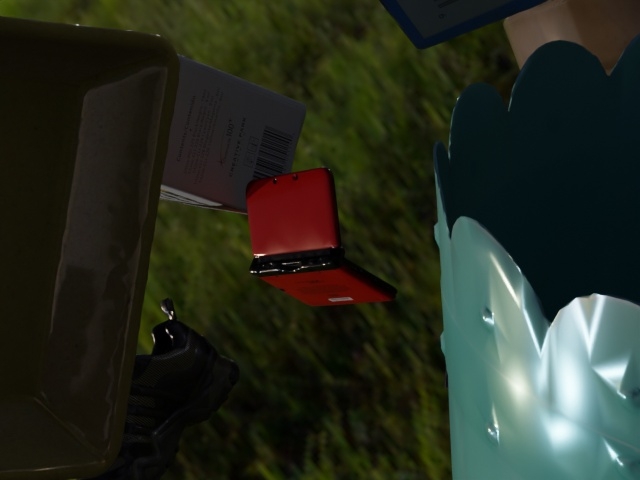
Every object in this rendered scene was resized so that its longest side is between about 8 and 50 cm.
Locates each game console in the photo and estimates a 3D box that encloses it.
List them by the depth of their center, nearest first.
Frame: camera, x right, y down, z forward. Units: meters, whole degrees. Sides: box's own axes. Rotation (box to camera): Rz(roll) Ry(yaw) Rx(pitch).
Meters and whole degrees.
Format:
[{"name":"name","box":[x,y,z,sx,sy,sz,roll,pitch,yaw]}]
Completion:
[{"name":"game console","box":[0.000,0.000,1.610,0.144,0.124,0.085,-7,59,54]}]

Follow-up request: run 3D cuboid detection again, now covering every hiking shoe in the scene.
[{"name":"hiking shoe","box":[-0.176,0.155,1.489,0.086,0.114,0.227,-32,13,51]}]

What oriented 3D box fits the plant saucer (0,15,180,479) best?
[{"name":"plant saucer","box":[-0.271,0.004,1.147,0.333,0.332,0.081,2,12,-42]}]

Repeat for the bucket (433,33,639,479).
[{"name":"bucket","box":[0.169,0.051,0.565,0.281,0.183,0.281,-1,26,1]}]

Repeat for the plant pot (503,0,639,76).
[{"name":"plant pot","box":[0.325,-0.080,1.229,0.323,0.280,0.323,-17,2,1]}]

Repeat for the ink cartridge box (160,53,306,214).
[{"name":"ink cartridge box","box":[-0.224,-0.125,1.711,0.309,0.272,0.130,10,85,40]}]

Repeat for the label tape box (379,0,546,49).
[{"name":"label tape box","box":[0.056,-0.318,1.032,0.106,0.240,0.333,-20,38,28]}]

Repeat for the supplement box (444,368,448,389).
[{"name":"supplement box","box":[0.227,0.089,1.378,0.239,0.073,0.130,4,6,7]}]
